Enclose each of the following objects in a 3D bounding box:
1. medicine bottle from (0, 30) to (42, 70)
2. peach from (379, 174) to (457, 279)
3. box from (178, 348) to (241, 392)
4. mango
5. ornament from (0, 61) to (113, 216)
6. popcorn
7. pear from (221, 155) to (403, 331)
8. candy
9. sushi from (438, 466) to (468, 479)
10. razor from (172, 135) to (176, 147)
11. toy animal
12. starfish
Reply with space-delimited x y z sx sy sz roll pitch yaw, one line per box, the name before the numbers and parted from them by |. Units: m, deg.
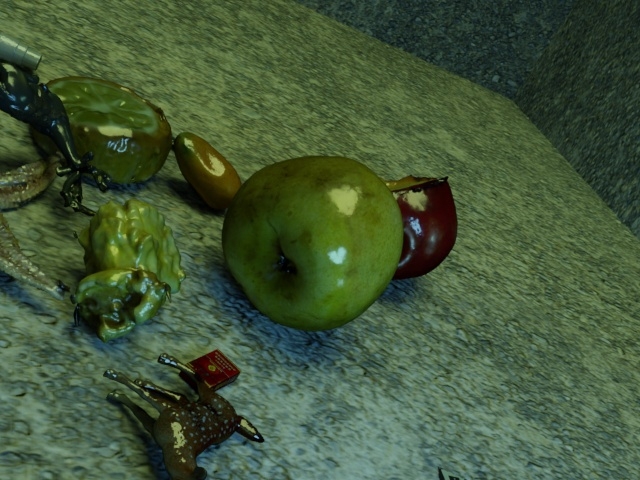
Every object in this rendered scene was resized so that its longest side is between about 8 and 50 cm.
medicine bottle | -0.656 -0.398 1.754 0.220 0.061 0.092 25 7 -17
peach | 0.150 -0.026 1.828 0.257 0.201 0.362 -6 9 7
box | -0.158 0.190 1.284 0.051 0.023 0.082 39 26 18
mango | -0.217 -0.131 1.690 0.165 0.089 0.115 48 1 -6
ornament | -0.411 -0.149 1.382 0.236 0.080 0.202 58 5 18
popcorn | -0.272 0.035 1.263 0.173 0.169 0.195 4 23 4
pear | 0.000 0.000 1.484 0.303 0.304 0.304 25 26 -13
candy | -0.396 -0.206 1.626 0.259 0.118 0.260 23 25 -12
sushi | 0.272 0.444 1.283 0.192 0.043 0.280 26 26 -11
razor | -0.336 -0.227 1.837 0.190 0.033 0.066 39 -16 9
toy animal | -0.157 0.247 1.111 0.260 0.087 0.243 36 27 16
starfish | -0.503 -0.085 1.262 0.398 0.132 0.384 42 11 -45
